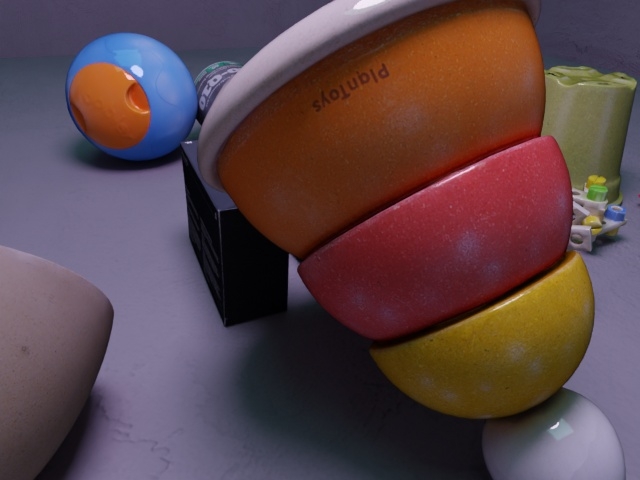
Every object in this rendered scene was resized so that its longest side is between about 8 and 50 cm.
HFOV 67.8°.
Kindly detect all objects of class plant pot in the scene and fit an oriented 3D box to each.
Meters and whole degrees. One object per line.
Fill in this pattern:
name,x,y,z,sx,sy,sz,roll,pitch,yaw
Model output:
plant pot,0.538,-0.230,1.028,0.276,0.253,0.276,1,30,-1
plant pot,-0.335,0.143,0.397,0.284,0.284,0.190,-3,60,-8

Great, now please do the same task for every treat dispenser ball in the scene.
treat dispenser ball,-0.437,-0.332,1.120,0.288,0.288,0.288,1,31,-1

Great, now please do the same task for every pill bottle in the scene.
pill bottle,-0.179,-0.302,1.162,0.204,0.204,0.361,-13,34,-23

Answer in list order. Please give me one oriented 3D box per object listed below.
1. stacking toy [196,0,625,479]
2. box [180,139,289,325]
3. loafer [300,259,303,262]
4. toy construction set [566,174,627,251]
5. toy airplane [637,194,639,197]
stacking toy,0.124,0.044,0.457,0.351,0.479,0.350,-24,-6,-3
box,-0.137,-0.029,0.730,0.103,0.184,0.261,-12,34,-21
loafer,0.000,0.000,0.787,0.078,0.080,0.220,-14,34,-24
toy construction set,0.383,-0.031,0.810,0.215,0.151,0.328,23,26,31
toy airplane,0.717,-0.061,0.973,0.151,0.028,0.151,0,31,0
